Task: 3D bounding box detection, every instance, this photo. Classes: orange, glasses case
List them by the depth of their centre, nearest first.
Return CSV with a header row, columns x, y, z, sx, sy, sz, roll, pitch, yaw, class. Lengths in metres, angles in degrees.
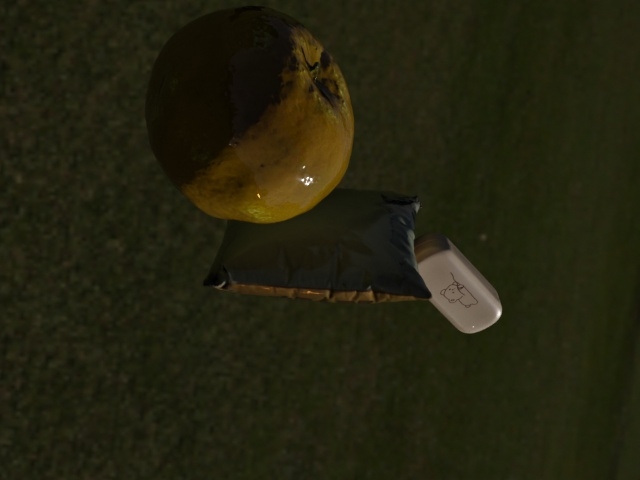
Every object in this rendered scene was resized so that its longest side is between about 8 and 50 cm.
x,y,z,sx,sy,sz,roll,pitch,yaw,class
-0.089,-0.150,1.635,0.279,0.235,0.279,43,32,-35,orange
0.200,0.066,2.019,0.196,0.083,0.050,43,21,-33,glasses case

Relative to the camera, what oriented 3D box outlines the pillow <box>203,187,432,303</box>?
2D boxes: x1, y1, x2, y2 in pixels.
x,y,z,sx,sy,sz,roll,pitch,yaw,class
0.000,0.000,1.925,0.312,0.310,0.119,-87,-176,-64,pillow
